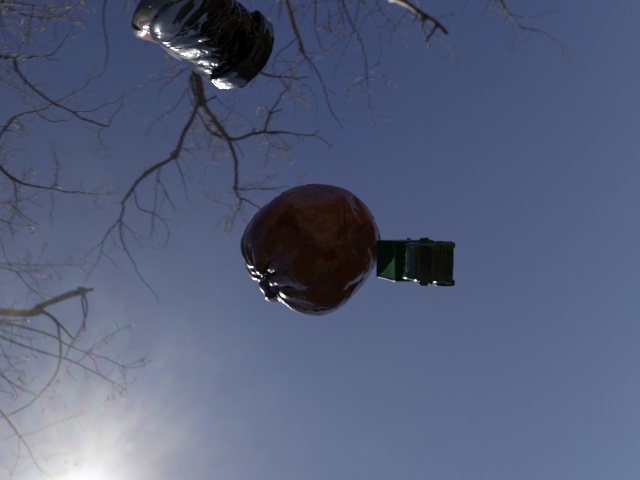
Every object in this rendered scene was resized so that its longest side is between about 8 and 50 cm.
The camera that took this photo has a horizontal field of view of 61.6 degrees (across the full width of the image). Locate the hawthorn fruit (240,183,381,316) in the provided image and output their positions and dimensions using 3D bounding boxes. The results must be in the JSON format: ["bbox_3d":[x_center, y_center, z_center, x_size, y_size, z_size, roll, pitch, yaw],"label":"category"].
[{"bbox_3d":[-0.014,0.014,1.015,0.262,0.258,0.258,-17,-67,-10],"label":"hawthorn fruit"}]

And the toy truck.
[{"bbox_3d":[0.135,0.027,0.762,0.079,0.147,0.065,0,-89,-10],"label":"toy truck"}]

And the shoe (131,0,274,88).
[{"bbox_3d":[-0.127,-0.243,0.640,0.137,0.291,0.114,35,-87,-5],"label":"shoe"}]
